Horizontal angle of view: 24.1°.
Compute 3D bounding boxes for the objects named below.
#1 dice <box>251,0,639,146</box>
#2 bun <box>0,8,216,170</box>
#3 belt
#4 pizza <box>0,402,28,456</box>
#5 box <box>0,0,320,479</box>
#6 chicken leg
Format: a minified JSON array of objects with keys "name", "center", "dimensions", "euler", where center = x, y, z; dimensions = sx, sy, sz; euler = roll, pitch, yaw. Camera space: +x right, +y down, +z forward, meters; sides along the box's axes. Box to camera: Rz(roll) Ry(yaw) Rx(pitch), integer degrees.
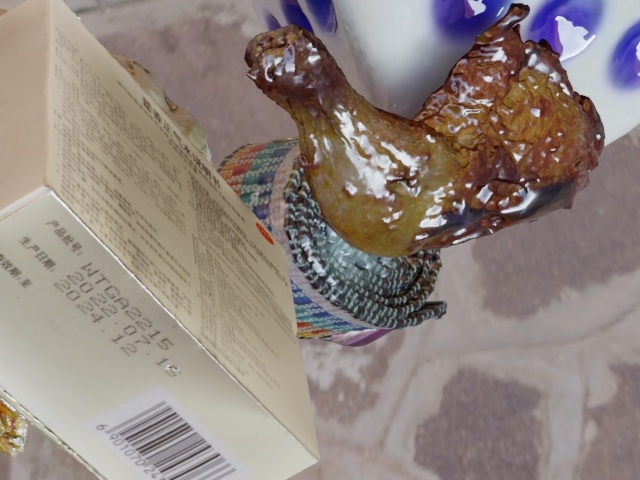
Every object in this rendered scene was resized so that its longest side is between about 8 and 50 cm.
[{"name":"dice","center":[0.115,-0.231,1.149],"dimensions":[0.304,0.277,0.304],"euler":[-29,138,-10]},{"name":"bun","center":[-0.239,-0.055,1.173],"dimensions":[0.362,0.326,0.234],"euler":[22,68,11]},{"name":"belt","center":[0.000,0.000,1.646],"dimensions":[0.161,0.295,0.206],"euler":[-8,71,35]},{"name":"pizza","center":[-0.219,0.098,1.006],"dimensions":[0.083,0.025,0.078],"euler":[50,126,20]},{"name":"box","center":[-0.100,0.011,0.722],"dimensions":[0.095,0.168,0.212],"euler":[-28,128,16]},{"name":"chicken leg","center":[0.077,-0.068,0.995],"dimensions":[0.323,0.083,0.177],"euler":[-10,121,-35]}]
